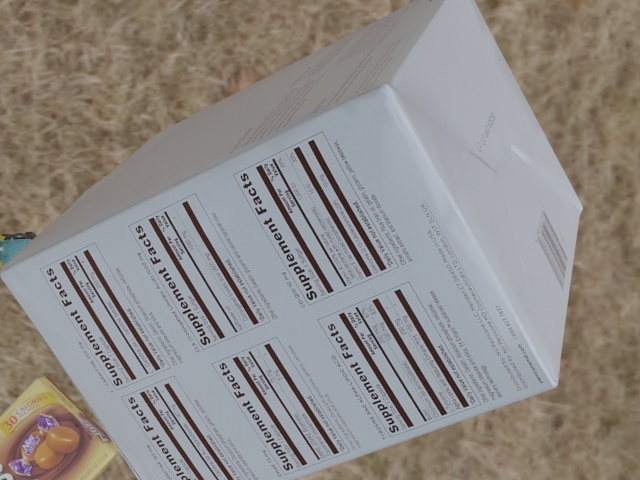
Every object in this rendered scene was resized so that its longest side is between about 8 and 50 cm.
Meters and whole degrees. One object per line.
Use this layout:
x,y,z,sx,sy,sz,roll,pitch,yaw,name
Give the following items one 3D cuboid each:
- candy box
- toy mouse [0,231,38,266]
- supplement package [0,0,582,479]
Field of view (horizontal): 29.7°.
-0.297,0.236,1.176,0.109,0.053,0.186,44,88,3,candy box
-0.243,0.011,0.887,0.161,0.143,0.031,-1,92,-7,toy mouse
0.000,0.000,0.588,0.149,0.203,0.194,60,25,-14,supplement package
